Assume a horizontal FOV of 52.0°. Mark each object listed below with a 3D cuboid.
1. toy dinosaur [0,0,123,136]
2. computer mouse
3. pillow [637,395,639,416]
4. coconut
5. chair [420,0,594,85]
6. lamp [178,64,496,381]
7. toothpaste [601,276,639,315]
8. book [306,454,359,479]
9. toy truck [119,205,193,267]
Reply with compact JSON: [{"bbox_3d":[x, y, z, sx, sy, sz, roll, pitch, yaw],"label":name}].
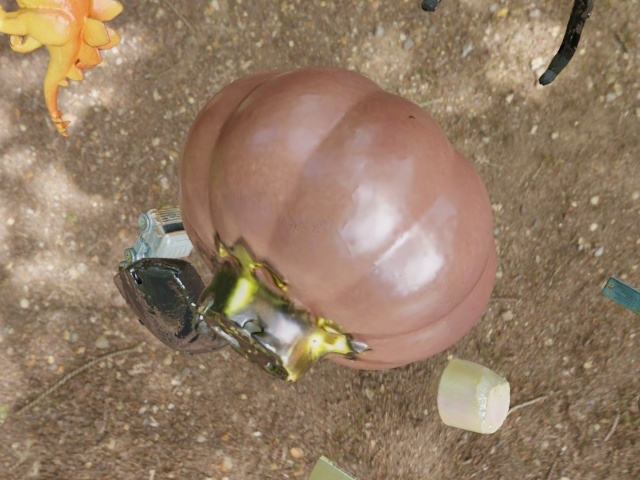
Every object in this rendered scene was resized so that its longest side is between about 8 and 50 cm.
[{"bbox_3d":[-0.250,-0.221,0.624,0.117,0.288,0.070,-7,42,-1],"label":"toy dinosaur"},{"bbox_3d":[-0.204,0.105,0.935,0.121,0.217,0.073,-5,45,26],"label":"computer mouse"},{"bbox_3d":[0.696,0.348,1.354,0.055,0.136,0.091,-27,58,-10],"label":"pillow"},{"bbox_3d":[0.315,0.332,1.407,0.152,0.147,0.147,6,63,44],"label":"coconut"},{"bbox_3d":[0.146,-0.220,0.380,0.149,0.213,0.174,-42,66,-9],"label":"chair"},{"bbox_3d":[0.000,0.000,0.580,0.305,0.305,0.240,30,67,18],"label":"lamp"},{"bbox_3d":[0.786,0.166,1.543,0.050,0.065,0.266,-64,30,11],"label":"toothpaste"},{"bbox_3d":[0.050,0.441,1.016,0.192,0.168,0.013,31,29,13],"label":"book"},{"bbox_3d":[-0.378,0.049,1.548,0.108,0.257,0.140,-11,54,-46],"label":"toy truck"}]
